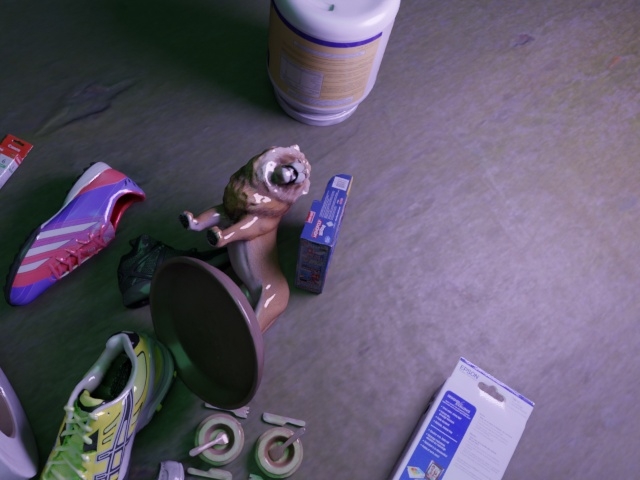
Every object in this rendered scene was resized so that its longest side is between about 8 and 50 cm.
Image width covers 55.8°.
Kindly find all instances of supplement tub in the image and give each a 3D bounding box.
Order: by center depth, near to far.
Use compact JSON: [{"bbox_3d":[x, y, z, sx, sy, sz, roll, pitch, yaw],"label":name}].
[{"bbox_3d":[0.013,-0.410,1.231,0.241,0.331,0.241,3,67,-7],"label":"supplement tub"}]

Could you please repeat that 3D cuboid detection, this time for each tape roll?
[{"bbox_3d":[-0.543,0.258,0.909,0.100,0.286,0.286,-29,74,-17],"label":"tape roll"}]

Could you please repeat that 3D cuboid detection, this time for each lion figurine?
[{"bbox_3d":[-0.118,0.029,1.103,0.142,0.392,0.240,22,30,35],"label":"lion figurine"}]

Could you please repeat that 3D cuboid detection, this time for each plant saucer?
[{"bbox_3d":[-0.191,0.154,1.023,0.041,0.278,0.278,-25,70,-46],"label":"plant saucer"}]

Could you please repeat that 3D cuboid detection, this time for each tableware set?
[{"bbox_3d":[-0.124,0.356,1.054,0.194,0.039,0.128,12,67,-2],"label":"tableware set"}]

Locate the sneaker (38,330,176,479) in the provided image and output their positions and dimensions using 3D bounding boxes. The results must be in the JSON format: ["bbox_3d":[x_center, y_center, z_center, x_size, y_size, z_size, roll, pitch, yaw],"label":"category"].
[{"bbox_3d":[-0.374,0.318,0.964,0.145,0.147,0.385,8,61,19],"label":"sneaker"}]

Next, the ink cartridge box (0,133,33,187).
[{"bbox_3d":[-0.639,-0.165,1.211,0.063,0.029,0.115,25,67,4],"label":"ink cartridge box"}]

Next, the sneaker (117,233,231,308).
[{"bbox_3d":[-0.276,0.031,1.145,0.227,0.087,0.130,-20,78,-9],"label":"sneaker"}]

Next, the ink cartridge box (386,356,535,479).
[{"bbox_3d":[0.235,0.391,1.073,0.165,0.065,0.333,33,69,8],"label":"ink cartridge box"}]

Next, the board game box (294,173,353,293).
[{"bbox_3d":[0.000,0.000,1.157,0.060,0.194,0.194,16,46,3],"label":"board game box"}]

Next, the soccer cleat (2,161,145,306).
[{"bbox_3d":[-0.457,-0.003,1.129,0.116,0.108,0.318,28,64,1],"label":"soccer cleat"}]

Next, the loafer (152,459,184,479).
[{"bbox_3d":[-0.302,0.494,0.928,0.111,0.112,0.319,23,61,-10],"label":"loafer"}]
